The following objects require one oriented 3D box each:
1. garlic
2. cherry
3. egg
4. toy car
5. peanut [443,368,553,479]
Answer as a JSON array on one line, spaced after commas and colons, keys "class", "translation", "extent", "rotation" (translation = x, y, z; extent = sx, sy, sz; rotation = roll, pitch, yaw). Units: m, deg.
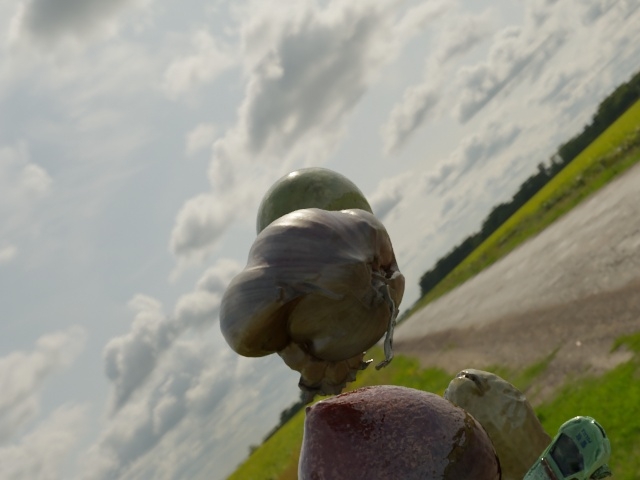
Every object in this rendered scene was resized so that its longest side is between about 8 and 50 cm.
[{"class": "garlic", "translation": [0.019, 0.091, 0.959], "extent": [0.207, 0.257, 0.207], "rotation": [-17, -49, -20]}, {"class": "cherry", "translation": [0.081, 0.279, 1.063], "extent": [0.239, 0.239, 0.206], "rotation": [-40, -25, -24]}, {"class": "egg", "translation": [0.000, 0.000, 1.721], "extent": [0.218, 0.218, 0.295], "rotation": [-40, -43, -18]}, {"class": "toy car", "translation": [0.329, 0.314, 1.271], "extent": [0.058, 0.093, 0.186], "rotation": [1, -49, -26]}, {"class": "peanut", "translation": [0.298, 0.323, 1.428], "extent": [0.130, 0.290, 0.130], "rotation": [-34, 0, 0]}]
